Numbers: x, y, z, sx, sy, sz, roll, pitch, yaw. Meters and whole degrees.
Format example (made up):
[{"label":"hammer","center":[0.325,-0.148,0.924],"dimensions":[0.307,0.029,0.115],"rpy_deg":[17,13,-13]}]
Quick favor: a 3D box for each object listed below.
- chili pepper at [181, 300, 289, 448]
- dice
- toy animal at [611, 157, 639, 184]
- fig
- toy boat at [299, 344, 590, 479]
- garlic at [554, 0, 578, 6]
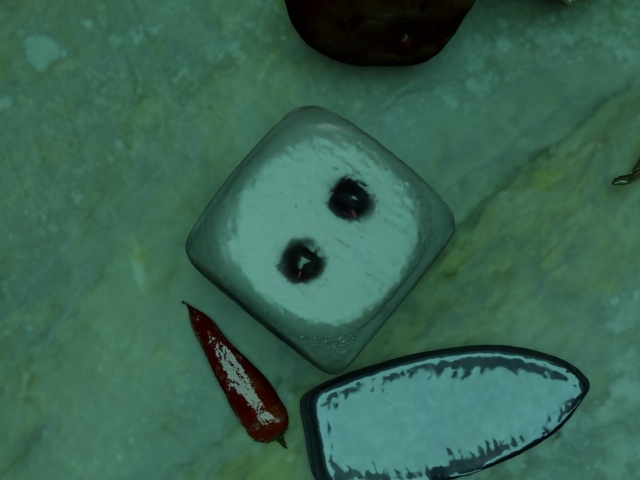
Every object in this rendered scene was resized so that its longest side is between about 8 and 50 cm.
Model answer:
[{"label":"chili pepper","center":[-0.082,0.129,1.449],"dimensions":[0.045,0.027,0.178],"rpy_deg":[-32,83,-4]},{"label":"dice","center":[0.000,0.000,1.384],"dimensions":[0.194,0.193,0.192],"rpy_deg":[40,83,2]},{"label":"toy animal","center":[0.387,-0.096,1.469],"dimensions":[0.220,0.069,0.086],"rpy_deg":[-25,63,-9]},{"label":"fig","center":[0.065,-0.295,1.455],"dimensions":[0.191,0.190,0.290],"rpy_deg":[8,48,0]},{"label":"toy boat","center":[0.124,0.165,1.426],"dimensions":[0.283,0.078,0.127],"rpy_deg":[-11,81,-1]},{"label":"garlic","center":[0.166,-0.380,1.398],"dimensions":[0.132,0.279,0.325],"rpy_deg":[-31,126,22]}]
